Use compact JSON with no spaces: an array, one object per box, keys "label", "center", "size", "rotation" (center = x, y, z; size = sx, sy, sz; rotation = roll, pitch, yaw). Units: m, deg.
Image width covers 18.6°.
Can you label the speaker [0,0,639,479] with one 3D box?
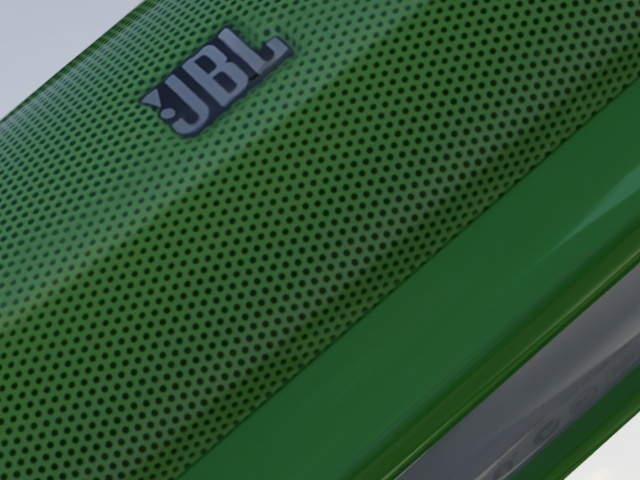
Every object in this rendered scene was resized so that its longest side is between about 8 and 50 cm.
[{"label":"speaker","center":[0.000,0.000,0.392],"size":[0.296,0.131,0.131],"rotation":[-41,-35,-7]}]
